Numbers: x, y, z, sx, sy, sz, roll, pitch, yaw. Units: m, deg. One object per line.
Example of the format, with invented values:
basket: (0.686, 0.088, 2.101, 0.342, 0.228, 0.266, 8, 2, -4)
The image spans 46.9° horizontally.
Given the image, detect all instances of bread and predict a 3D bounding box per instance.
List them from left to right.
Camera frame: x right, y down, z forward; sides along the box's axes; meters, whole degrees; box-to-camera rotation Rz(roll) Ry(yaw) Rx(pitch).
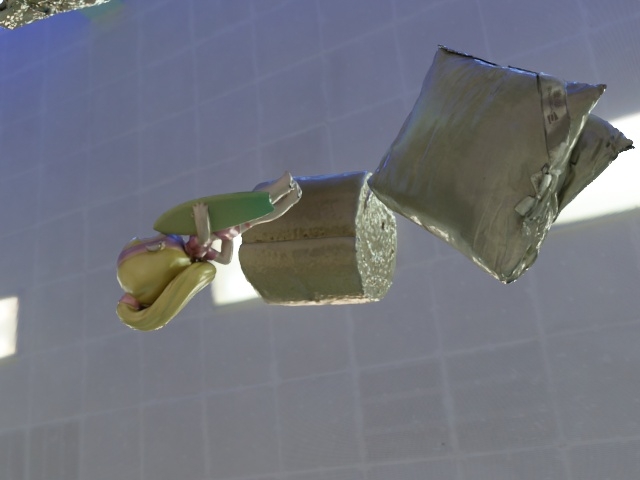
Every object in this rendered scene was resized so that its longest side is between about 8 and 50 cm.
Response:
bread: (0.000, 0.000, 0.821, 0.141, 0.134, 0.148, -3, -130, 24)

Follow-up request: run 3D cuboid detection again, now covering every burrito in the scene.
burrito: (-0.225, -0.226, 0.655, 0.042, 0.171, 0.051, 49, -52, 4)

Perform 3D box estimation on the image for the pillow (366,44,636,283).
pillow: (0.110, -0.062, 0.524, 0.134, 0.078, 0.181, -60, -145, 9)

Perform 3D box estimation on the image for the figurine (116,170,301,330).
figurine: (-0.097, 0.004, 0.627, 0.187, 0.083, 0.083, -30, -117, 0)
